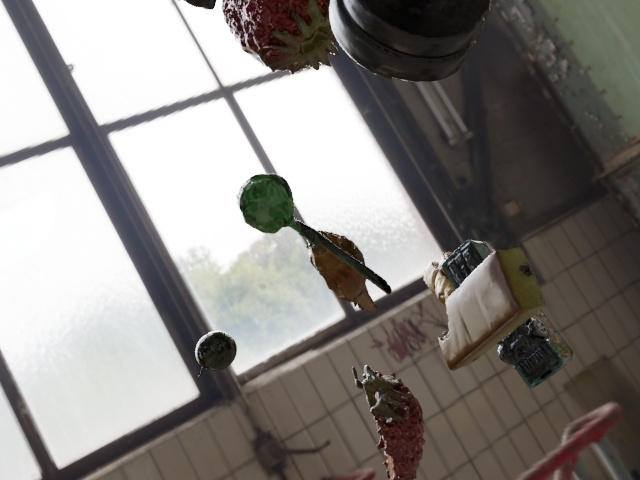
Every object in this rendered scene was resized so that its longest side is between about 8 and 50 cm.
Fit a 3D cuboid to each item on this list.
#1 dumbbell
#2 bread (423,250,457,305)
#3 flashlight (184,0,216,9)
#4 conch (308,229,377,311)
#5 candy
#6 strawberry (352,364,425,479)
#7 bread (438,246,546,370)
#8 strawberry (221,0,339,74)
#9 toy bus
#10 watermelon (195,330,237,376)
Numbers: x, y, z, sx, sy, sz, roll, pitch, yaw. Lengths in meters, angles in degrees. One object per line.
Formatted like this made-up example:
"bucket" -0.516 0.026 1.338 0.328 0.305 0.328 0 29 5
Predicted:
"dumbbell" 0.128 -0.319 0.809 0.185 0.185 0.388 -26 -18 -24
"bread" 0.367 0.125 1.933 0.120 0.198 0.236 -58 23 10
"flashlight" -0.196 -0.666 1.508 0.103 0.103 0.424 -13 -54 -61
"conch" 0.062 0.064 1.599 0.093 0.109 0.330 -36 -44 11
"candy" -0.001 0.002 1.293 0.097 0.323 0.097 -47 19 22
"strawberry" 0.124 0.302 1.245 0.087 0.167 0.208 -18 -53 -3
"bread" 0.213 0.095 1.019 0.049 0.088 0.226 -13 -22 -21
"strawberry" -0.108 -0.582 1.897 0.292 0.343 0.292 -34 -22 -15
"toy bus" 0.312 0.117 1.296 0.109 0.262 0.091 0 -39 -52
"watermelon" -0.281 0.300 2.034 0.133 0.105 0.105 -52 -5 -11
